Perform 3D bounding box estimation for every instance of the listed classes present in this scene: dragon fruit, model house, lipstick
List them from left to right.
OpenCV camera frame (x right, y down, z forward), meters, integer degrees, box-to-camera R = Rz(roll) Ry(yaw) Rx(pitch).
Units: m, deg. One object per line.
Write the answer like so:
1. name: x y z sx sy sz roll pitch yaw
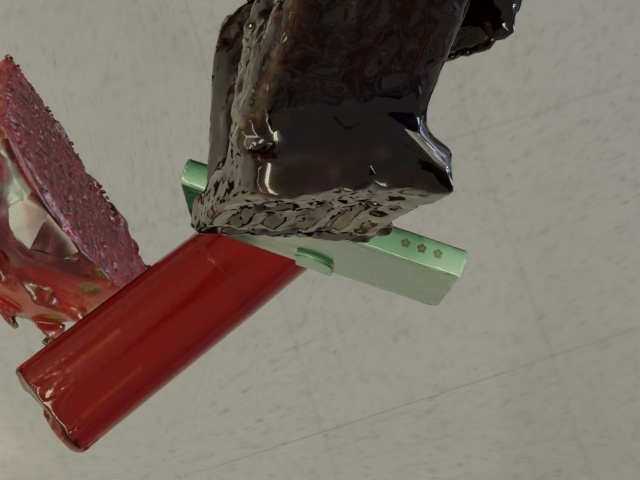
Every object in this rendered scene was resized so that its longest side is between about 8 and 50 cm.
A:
1. dragon fruit: -0.270 -0.003 1.169 0.161 0.126 0.274 -29 99 19
2. lipstick: -0.073 0.029 0.911 0.280 0.073 0.073 -38 87 -14
3. model house: -0.004 -0.094 0.391 0.141 0.164 0.203 22 45 -3

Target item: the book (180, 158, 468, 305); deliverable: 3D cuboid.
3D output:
1. book: 0.000 0.000 0.665 0.135 0.103 0.017 19 79 2
